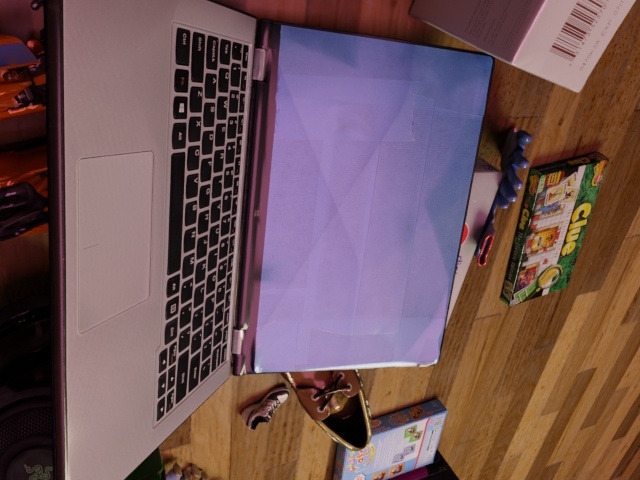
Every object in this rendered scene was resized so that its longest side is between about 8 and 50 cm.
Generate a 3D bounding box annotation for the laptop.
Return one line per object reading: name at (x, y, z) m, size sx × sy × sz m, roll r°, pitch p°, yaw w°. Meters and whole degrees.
laptop at (0.000, 0.000, 0.492) m, size 0.237 × 0.408 × 0.381 m, roll 10°, pitch 106°, yaw 16°

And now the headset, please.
headset at (-0.237, 0.130, 0.524) m, size 0.185 × 0.243 × 0.394 m, roll -30°, pitch 132°, yaw -8°

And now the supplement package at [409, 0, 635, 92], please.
supplement package at (0.191, -0.236, 0.540) m, size 0.105 × 0.179 × 0.105 m, roll 6°, pitch 121°, yaw -31°

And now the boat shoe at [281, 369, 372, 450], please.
boat shoe at (0.013, 0.202, 0.800) m, size 0.111 × 0.104 × 0.307 m, roll -33°, pitch 131°, yaw -4°

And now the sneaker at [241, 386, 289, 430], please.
sneaker at (-0.079, 0.259, 0.837) m, size 0.083 × 0.037 × 0.032 m, roll -35°, pitch 129°, yaw -4°

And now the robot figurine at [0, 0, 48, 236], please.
robot figurine at (-0.222, -0.098, 0.480) m, size 0.291 × 0.085 × 0.211 m, roll -19°, pitch 131°, yaw -15°

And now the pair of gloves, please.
pair of gloves at (0.237, -0.055, 0.726) m, size 0.023 × 0.159 × 0.198 m, roll 16°, pitch 118°, yaw 9°

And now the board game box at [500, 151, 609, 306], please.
board game box at (0.379, -0.012, 0.899) m, size 0.136 × 0.030 × 0.259 m, roll -17°, pitch 128°, yaw -20°

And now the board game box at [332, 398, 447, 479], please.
board game box at (0.130, 0.394, 1.040) m, size 0.212 × 0.039 × 0.160 m, roll -10°, pitch 126°, yaw -23°

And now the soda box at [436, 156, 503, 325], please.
soda box at (0.141, 0.016, 0.749) m, size 0.098 × 0.091 × 0.286 m, roll -4°, pitch 123°, yaw -24°

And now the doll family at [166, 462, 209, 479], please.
doll family at (-0.214, 0.419, 0.844) m, size 0.111 × 0.076 × 0.193 m, roll -41°, pitch 106°, yaw 0°

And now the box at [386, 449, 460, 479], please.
box at (0.162, 0.553, 1.084) m, size 0.248 × 0.163 × 0.142 m, roll -9°, pitch 124°, yaw -22°
